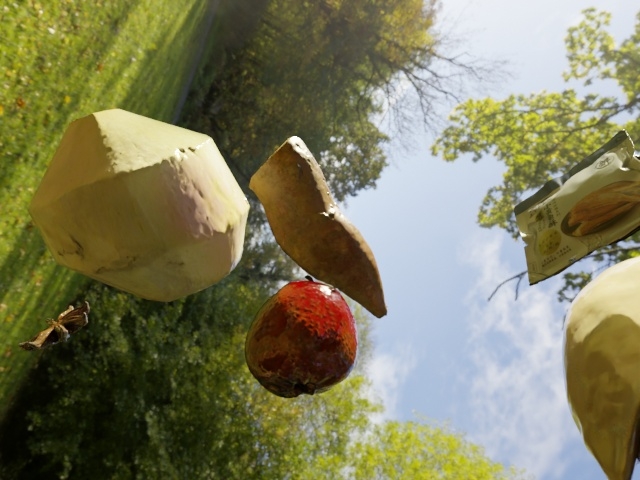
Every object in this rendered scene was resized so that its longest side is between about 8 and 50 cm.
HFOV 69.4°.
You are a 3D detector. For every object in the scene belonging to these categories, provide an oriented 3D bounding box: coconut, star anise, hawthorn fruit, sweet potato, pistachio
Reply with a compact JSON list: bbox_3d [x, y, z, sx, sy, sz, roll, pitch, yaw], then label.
[{"bbox_3d":[-0.224,-0.046,0.587,0.259,0.260,0.259,-57,-162,30],"label":"coconut"},{"bbox_3d":[-0.507,0.172,0.900,0.141,0.042,0.141,-25,-160,10],"label":"star anise"},{"bbox_3d":[-0.023,0.126,0.670,0.157,0.157,0.193,-51,-158,45],"label":"hawthorn fruit"},{"bbox_3d":[0.001,0.000,0.778,0.131,0.336,0.131,-31,-179,1],"label":"sweet potato"},{"bbox_3d":[0.347,0.115,0.459,0.187,0.188,0.299,-56,171,34],"label":"pistachio"}]

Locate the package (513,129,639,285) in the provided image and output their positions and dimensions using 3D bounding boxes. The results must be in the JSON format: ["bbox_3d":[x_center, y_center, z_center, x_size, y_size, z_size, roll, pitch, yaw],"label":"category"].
[{"bbox_3d":[0.318,-0.041,0.570,0.171,0.027,0.173,-46,-161,37],"label":"package"}]
